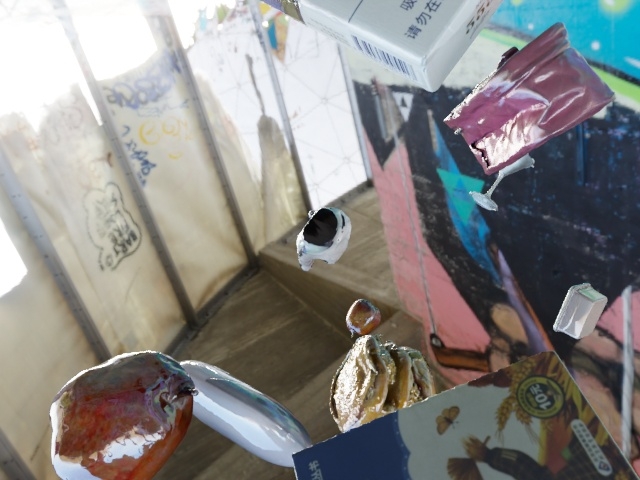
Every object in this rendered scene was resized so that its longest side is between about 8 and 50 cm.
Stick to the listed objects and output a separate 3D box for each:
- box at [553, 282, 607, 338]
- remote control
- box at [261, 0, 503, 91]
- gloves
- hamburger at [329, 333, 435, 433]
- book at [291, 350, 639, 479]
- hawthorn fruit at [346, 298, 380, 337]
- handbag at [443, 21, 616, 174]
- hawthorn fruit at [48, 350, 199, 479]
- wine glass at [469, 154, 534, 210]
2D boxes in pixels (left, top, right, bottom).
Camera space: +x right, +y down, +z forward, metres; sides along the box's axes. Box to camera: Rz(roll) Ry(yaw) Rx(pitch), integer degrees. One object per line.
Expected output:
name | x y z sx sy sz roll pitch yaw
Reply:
box | 0.606 0.167 1.273 0.089 0.122 0.062 -5 -153 -39
remote control | -0.156 0.329 1.050 0.332 0.221 0.103 20 -118 32
box | 0.059 -0.287 0.575 0.259 0.071 0.168 36 -90 23
gloves | 0.009 -0.001 1.152 0.110 0.128 0.212 7 169 12
hamburger | 0.145 0.345 1.262 0.211 0.260 0.245 15 -113 -14
book | 0.192 0.353 0.729 0.427 0.039 0.300 -23 -129 2
hawthorn fruit | 0.091 0.166 1.181 0.077 0.077 0.077 -12 -154 6
handbag | 0.280 -0.189 0.768 0.146 0.135 0.225 -36 179 -8
hawthorn fruit | -0.287 0.274 0.853 0.248 0.208 0.208 -26 -156 11
wine glass | 0.524 -0.185 1.601 0.183 0.122 0.122 -54 -146 -5
